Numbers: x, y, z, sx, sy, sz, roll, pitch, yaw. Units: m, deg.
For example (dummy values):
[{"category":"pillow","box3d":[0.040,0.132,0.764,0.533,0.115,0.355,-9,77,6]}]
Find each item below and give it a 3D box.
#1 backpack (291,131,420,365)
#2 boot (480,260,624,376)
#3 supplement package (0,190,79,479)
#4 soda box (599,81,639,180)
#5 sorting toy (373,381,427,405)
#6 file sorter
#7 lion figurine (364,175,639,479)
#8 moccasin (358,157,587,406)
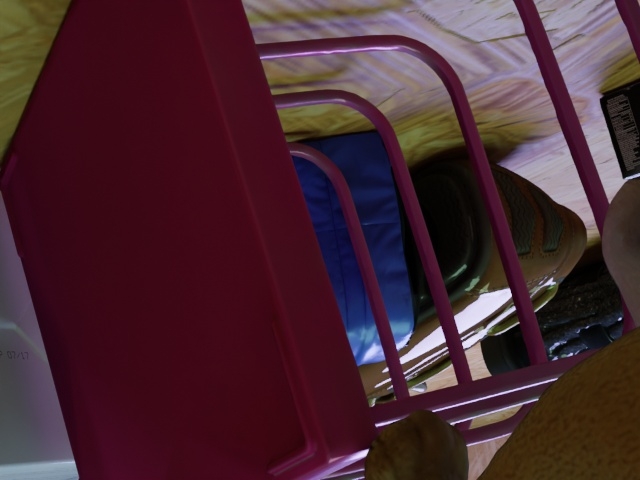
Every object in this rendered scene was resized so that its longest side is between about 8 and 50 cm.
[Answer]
[{"category":"backpack","box3d":[-0.001,0.015,0.797,0.101,0.120,0.098,-11,167,-13]},{"category":"boot","box3d":[0.354,0.073,1.355,0.348,0.131,0.260,-3,162,-36]},{"category":"supplement package","box3d":[-0.243,0.071,0.714,0.203,0.149,0.194,-21,164,27]},{"category":"soda box","box3d":[0.250,-0.083,0.804,0.169,0.053,0.060,-20,165,25]},{"category":"sorting toy","box3d":[-0.031,0.150,1.118,0.229,0.041,0.307,-24,-165,-9]},{"category":"file sorter","box3d":[0.000,0.000,0.587,0.182,0.202,0.291,-11,166,-25]},{"category":"lion figurine","box3d":[0.120,-0.044,0.300,0.142,0.392,0.240,-11,-162,-26]},{"category":"moccasin","box3d":[0.015,0.058,0.990,0.147,0.139,0.380,13,142,-44]}]
